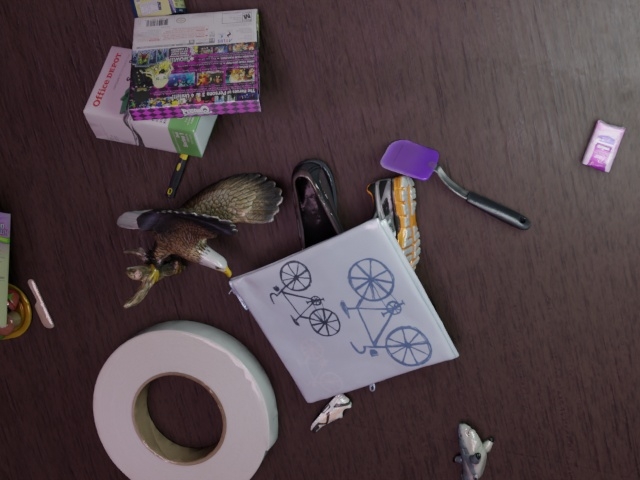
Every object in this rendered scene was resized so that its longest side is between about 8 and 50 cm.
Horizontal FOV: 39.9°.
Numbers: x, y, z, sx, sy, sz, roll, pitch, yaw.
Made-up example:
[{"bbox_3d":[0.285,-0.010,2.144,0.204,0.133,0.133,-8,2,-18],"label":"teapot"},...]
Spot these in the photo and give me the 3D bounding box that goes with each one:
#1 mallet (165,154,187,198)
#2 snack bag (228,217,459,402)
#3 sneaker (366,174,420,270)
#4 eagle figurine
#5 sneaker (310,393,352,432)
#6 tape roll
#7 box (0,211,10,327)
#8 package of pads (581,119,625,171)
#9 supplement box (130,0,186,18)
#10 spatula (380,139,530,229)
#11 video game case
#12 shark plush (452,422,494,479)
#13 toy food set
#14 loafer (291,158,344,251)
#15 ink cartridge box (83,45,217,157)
[{"bbox_3d":[-0.258,-0.163,1.718,0.062,0.039,0.189,21,111,12],"label":"mallet"},{"bbox_3d":[0.041,0.147,1.661,0.342,0.037,0.323,-23,109,24],"label":"snack bag"},{"bbox_3d":[0.134,-0.017,1.642,0.083,0.084,0.215,2,101,26],"label":"sneaker"},{"bbox_3d":[-0.237,-0.020,1.659,0.225,0.226,0.298,19,131,-29],"label":"eagle figurine"},{"bbox_3d":[0.021,0.353,1.774,0.044,0.040,0.109,40,109,-1],"label":"sneaker"},{"bbox_3d":[-0.282,0.358,1.832,0.392,0.072,0.392,3,104,13],"label":"tape roll"},{"bbox_3d":[-0.732,0.054,1.754,0.117,0.213,0.243,0,86,14],"label":"box"},{"bbox_3d":[0.493,-0.165,1.538,0.050,0.032,0.083,20,107,11],"label":"package of pads"},{"bbox_3d":[-0.306,-0.455,1.643,0.083,0.056,0.083,-11,101,16],"label":"supplement box"},{"bbox_3d":[0.252,-0.097,1.604,0.296,0.084,0.030,30,145,-2],"label":"spatula"},{"bbox_3d":[-0.223,-0.318,1.581,0.232,0.042,0.210,-4,63,2],"label":"video game case"},{"bbox_3d":[0.293,0.436,1.740,0.067,0.073,0.161,20,130,28],"label":"shark plush"},{"bbox_3d":[-0.695,0.158,1.879,0.218,0.071,0.128,-11,101,15],"label":"toy food set"},{"bbox_3d":[0.000,0.000,1.662,0.109,0.095,0.302,-13,100,16],"label":"loafer"},{"bbox_3d":[-0.305,-0.259,1.635,0.219,0.092,0.160,11,65,10],"label":"ink cartridge box"}]
